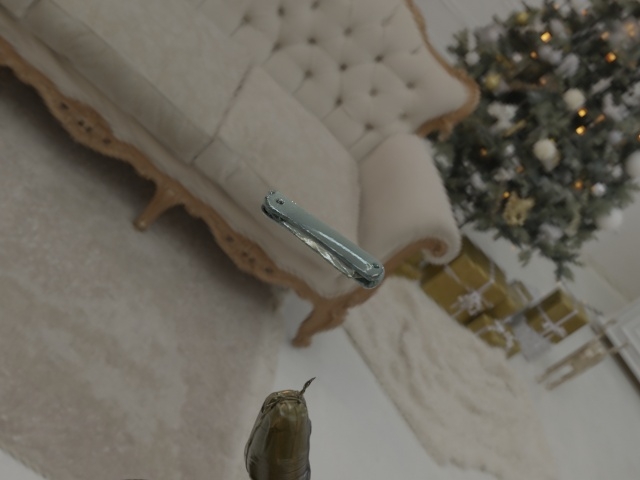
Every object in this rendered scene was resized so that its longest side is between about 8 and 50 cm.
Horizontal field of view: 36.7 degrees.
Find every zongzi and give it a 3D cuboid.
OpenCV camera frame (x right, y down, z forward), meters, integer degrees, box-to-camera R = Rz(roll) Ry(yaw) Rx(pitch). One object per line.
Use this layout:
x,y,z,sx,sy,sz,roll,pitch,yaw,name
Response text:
-0.068,0.242,1.307,0.081,0.189,0.178,-3,18,-21,zongzi

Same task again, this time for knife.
0.000,0.000,1.052,0.162,0.023,0.044,35,43,17,knife

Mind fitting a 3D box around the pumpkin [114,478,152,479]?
-0.279,0.519,1.441,0.323,0.241,0.323,-1,90,-64,pumpkin
